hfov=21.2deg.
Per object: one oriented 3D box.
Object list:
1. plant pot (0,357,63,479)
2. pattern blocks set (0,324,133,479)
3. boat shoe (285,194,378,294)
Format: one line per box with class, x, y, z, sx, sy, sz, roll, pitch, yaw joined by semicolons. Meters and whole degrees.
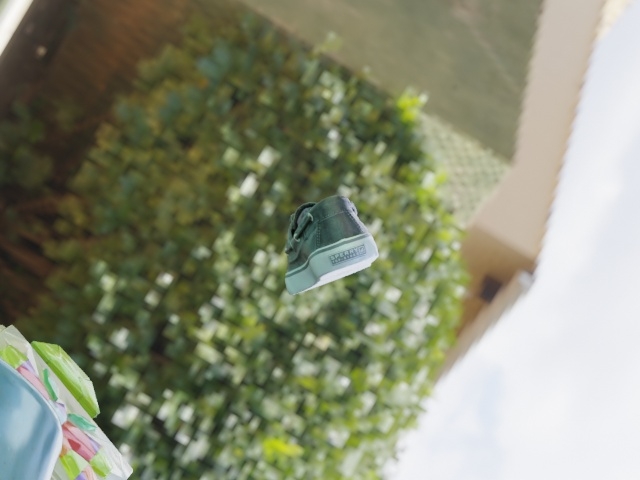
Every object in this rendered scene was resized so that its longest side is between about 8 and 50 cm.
plant pot;-0.222;0.150;0.628;0.271;0.271;0.255;-40;-154;62
pattern blocks set;-0.231;0.153;1.421;0.026;0.325;0.285;-39;-162;12
boat shoe;0.000;0.000;1.585;0.080;0.076;0.228;-20;176;-6
